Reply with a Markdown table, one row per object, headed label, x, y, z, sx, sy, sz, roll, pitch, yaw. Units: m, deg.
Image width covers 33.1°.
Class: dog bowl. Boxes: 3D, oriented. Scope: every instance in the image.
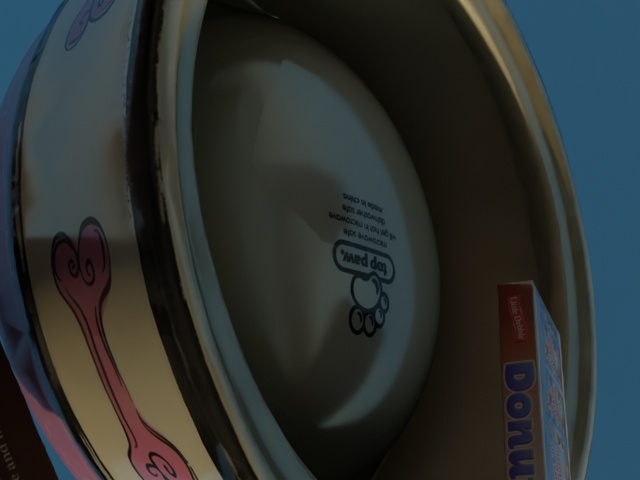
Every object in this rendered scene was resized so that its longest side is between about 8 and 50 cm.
| label | x | y | z | sx | sy | sz | roll | pitch | yaw |
| --- | --- | --- | --- | --- | --- | --- | --- | --- | --- |
| dog bowl | 0.000 | 0.000 | 0.587 | 0.150 | 0.408 | 0.408 | -14 | -105 | 34 |

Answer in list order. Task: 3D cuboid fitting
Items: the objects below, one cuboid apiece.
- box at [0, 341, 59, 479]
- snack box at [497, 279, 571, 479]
| label | x | y | z | sx | sy | sz | roll | pitch | yaw |
| --- | --- | --- | --- | --- | --- | --- | --- | --- | --- |
| box | -0.237 | 0.119 | 0.430 | 0.167 | 0.203 | 0.168 | -24 | -93 | 37 |
| snack box | 0.108 | 0.112 | 0.532 | 0.022 | 0.064 | 0.178 | -11 | -124 | 21 |
